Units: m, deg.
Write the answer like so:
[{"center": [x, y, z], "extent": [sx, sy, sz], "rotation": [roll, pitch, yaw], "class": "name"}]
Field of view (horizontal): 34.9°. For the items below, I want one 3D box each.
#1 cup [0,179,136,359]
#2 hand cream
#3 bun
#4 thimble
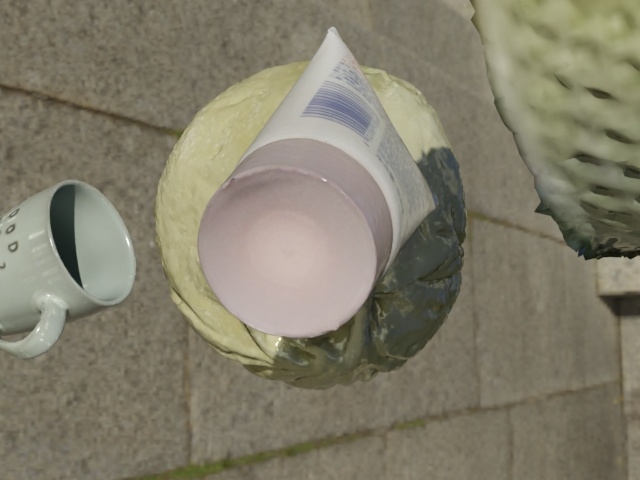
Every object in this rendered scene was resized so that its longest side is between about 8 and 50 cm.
[{"center": [-0.410, 0.067, 1.425], "extent": [0.186, 0.234, 0.258], "rotation": [50, 26, -36], "class": "cup"}, {"center": [0.011, -0.040, 0.546], "extent": [0.133, 0.083, 0.248], "rotation": [61, 22, -10], "class": "hand cream"}, {"center": [0.000, 0.000, 1.058], "extent": [0.349, 0.352, 0.227], "rotation": [40, 20, -21], "class": "bun"}, {"center": [0.199, -0.122, 0.468], "extent": [0.270, 0.150, 0.271], "rotation": [3, 86, -46], "class": "thimble"}]
